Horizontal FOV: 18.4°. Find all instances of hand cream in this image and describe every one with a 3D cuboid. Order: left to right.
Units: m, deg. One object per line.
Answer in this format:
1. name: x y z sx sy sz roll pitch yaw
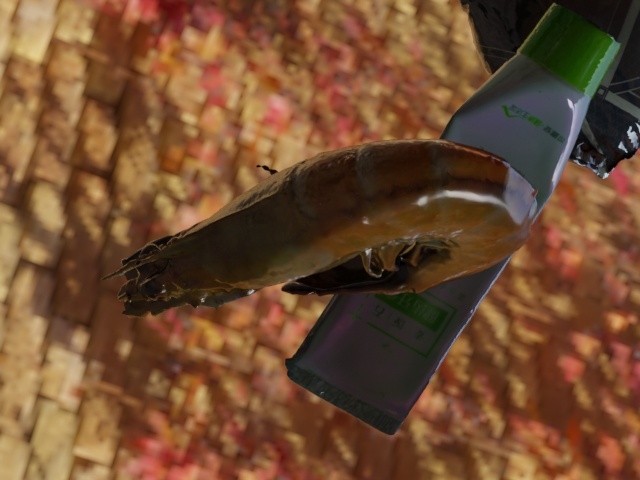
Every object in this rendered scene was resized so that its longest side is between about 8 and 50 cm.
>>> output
1. hand cream: 0.083 -0.015 1.183 0.275 0.079 0.050 -57 173 6

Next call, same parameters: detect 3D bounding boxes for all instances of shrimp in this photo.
1. shrimp: 0.000 0.000 1.087 0.248 0.150 0.068 -10 -121 18

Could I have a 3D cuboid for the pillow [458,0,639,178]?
1. pillow: 0.198 -0.207 1.280 0.092 0.161 0.335 133 -18 -79
